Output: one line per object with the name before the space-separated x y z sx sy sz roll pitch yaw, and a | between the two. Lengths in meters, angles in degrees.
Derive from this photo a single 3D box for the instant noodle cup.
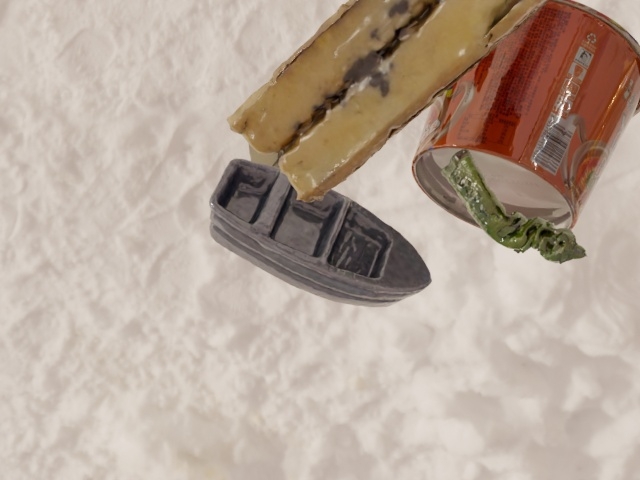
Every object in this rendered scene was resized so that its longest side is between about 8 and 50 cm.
instant noodle cup | 0.230 -0.131 0.955 0.250 0.250 0.192 36 69 -25

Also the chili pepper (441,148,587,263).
chili pepper | 0.094 -0.012 0.410 0.027 0.083 0.022 -46 162 -10

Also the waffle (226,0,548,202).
waffle | 0.083 -0.158 0.632 0.213 0.308 0.091 -40 93 30

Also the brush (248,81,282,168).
brush | -0.099 -0.221 1.701 0.059 0.197 0.123 7 155 -28

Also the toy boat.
toy boat | 0.000 0.000 1.005 0.283 0.127 0.078 26 138 -4
